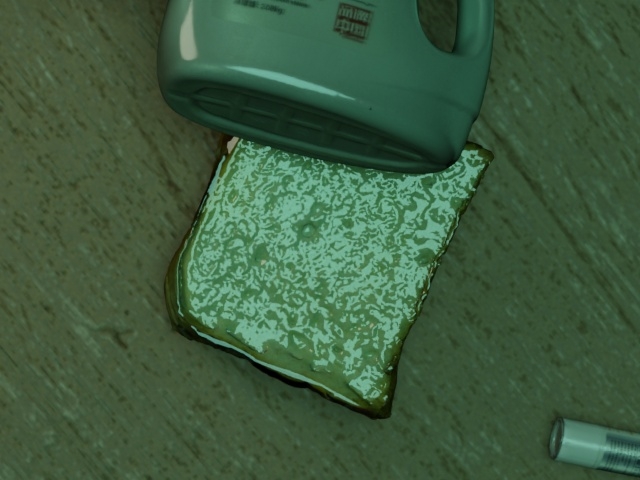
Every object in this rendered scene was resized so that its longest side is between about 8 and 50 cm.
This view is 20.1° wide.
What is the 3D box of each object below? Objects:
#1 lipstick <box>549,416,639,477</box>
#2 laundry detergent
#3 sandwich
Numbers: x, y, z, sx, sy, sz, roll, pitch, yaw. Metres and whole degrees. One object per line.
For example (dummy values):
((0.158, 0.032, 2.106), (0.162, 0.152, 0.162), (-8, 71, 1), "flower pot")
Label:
((0.274, 0.188, 1.585), (0.141, 0.040, 0.040), (13, 89, -6), "lipstick")
((0.031, -0.266, 1.482), (0.264, 0.125, 0.398), (15, 69, -4), "laundry detergent")
((0.000, 0.000, 1.533), (0.226, 0.087, 0.251), (22, 86, -4), "sandwich")
